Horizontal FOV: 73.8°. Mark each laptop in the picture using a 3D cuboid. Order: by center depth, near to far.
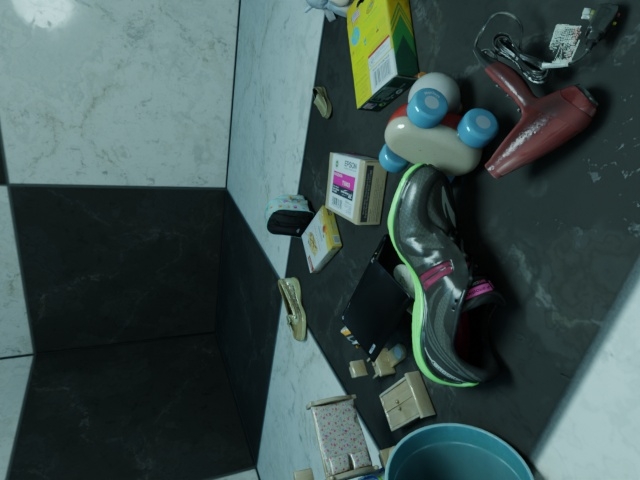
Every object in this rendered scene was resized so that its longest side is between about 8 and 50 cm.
[{"bbox_3d":[0.165,0.149,1.186,0.234,0.136,0.264,-66,-9,29],"label":"laptop"}]

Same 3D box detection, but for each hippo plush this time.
[{"bbox_3d":[0.048,-0.856,1.339,0.237,0.234,0.294,-67,-12,12],"label":"hippo plush"}]

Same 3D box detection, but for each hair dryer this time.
[{"bbox_3d":[0.362,-0.249,0.745,0.223,0.080,0.294,21,100,46],"label":"hair dryer"}]

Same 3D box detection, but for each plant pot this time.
[{"bbox_3d":[0.277,0.562,0.847,0.271,0.271,0.255,32,136,61],"label":"plant pot"}]

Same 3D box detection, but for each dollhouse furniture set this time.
[{"bbox_3d":[0.088,0.431,1.104,0.174,0.355,0.303,120,141,-48],"label":"dollhouse furniture set"}]

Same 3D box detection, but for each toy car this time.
[{"bbox_3d":[0.264,-0.278,0.932,0.219,0.210,0.238,116,173,-68],"label":"toy car"}]

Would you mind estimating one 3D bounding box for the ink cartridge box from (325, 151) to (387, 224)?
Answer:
[{"bbox_3d":[0.105,-0.169,1.337,0.234,0.088,0.193,-145,56,-61],"label":"ink cartridge box"}]

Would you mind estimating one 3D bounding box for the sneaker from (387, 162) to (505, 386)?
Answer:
[{"bbox_3d":[0.282,0.069,0.893,0.202,0.185,0.483,-6,99,58],"label":"sneaker"}]

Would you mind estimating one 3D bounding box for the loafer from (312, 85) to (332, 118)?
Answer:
[{"bbox_3d":[0.003,-0.509,1.575,0.056,0.050,0.148,123,138,-52],"label":"loafer"}]

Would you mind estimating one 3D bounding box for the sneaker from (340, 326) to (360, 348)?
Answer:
[{"bbox_3d":[0.152,0.278,1.300,0.083,0.084,0.215,57,147,-2],"label":"sneaker"}]

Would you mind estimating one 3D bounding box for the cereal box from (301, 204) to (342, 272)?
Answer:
[{"bbox_3d":[0.000,0.000,1.623,0.240,0.047,0.173,127,135,-54],"label":"cereal box"}]

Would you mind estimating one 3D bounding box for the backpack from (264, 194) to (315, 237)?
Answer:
[{"bbox_3d":[-0.137,-0.102,1.745,0.166,0.188,0.144,113,145,-44],"label":"backpack"}]

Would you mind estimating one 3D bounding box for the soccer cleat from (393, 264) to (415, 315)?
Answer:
[{"bbox_3d":[0.232,0.131,1.098,0.196,0.076,0.068,-119,36,-45],"label":"soccer cleat"}]

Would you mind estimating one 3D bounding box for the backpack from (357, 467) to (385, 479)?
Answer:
[{"bbox_3d":[0.168,0.753,1.127,0.355,0.273,0.290,-52,38,38],"label":"backpack"}]

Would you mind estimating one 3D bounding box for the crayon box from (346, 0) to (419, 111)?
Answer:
[{"bbox_3d":[0.165,-0.551,1.184,0.202,0.081,0.319,160,106,-64],"label":"crayon box"}]

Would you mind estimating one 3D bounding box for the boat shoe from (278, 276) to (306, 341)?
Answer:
[{"bbox_3d":[-0.127,0.304,1.873,0.104,0.089,0.285,136,127,-58],"label":"boat shoe"}]
